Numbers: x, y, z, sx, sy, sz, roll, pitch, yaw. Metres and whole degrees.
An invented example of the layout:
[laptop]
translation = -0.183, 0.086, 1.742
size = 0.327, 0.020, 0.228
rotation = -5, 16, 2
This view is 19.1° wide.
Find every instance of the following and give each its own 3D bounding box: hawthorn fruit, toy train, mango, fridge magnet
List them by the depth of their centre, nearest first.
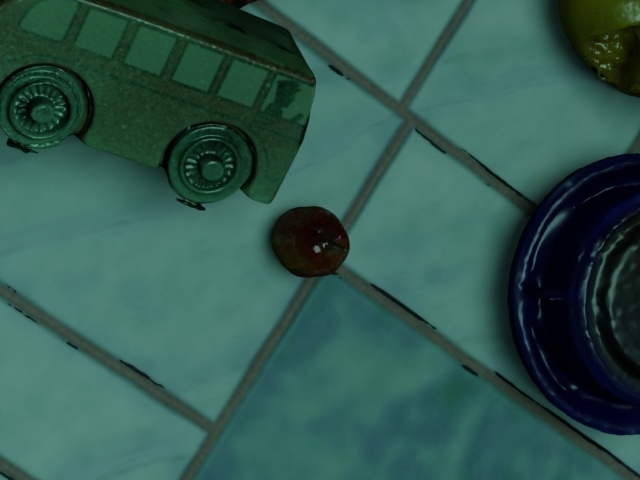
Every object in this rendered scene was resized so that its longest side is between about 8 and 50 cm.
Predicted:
[toy train]
translation = -0.158, -0.140, 1.559
size = 0.326, 0.129, 0.159
rotation = 18, 111, -24
[hawthorn fruit]
translation = 0.000, 0.000, 1.663
size = 0.066, 0.103, 0.067
rotation = 3, 84, -28
[fridge magnet]
translation = 0.298, 0.051, 1.778
size = 0.265, 0.112, 0.265
rotation = -2, 95, -23
[mango]
translation = 0.345, -0.198, 1.781
size = 0.262, 0.130, 0.167
rotation = 6, 82, -18

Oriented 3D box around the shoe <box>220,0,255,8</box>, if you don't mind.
[shoe]
translation = -0.021, -0.266, 1.635
size = 0.336, 0.132, 0.171
rotation = 23, 88, -19
